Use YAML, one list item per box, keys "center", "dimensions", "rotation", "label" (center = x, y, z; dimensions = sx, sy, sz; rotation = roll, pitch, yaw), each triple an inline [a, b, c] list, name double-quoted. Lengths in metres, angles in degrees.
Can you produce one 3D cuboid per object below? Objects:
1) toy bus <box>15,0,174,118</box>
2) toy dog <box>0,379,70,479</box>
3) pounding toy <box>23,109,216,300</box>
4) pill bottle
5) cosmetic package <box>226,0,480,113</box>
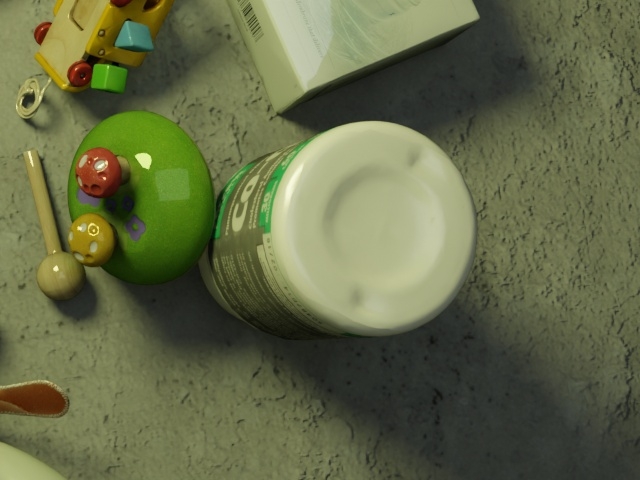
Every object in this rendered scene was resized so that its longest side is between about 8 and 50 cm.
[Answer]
- center: [-0.226, -0.231, 1.862]
  dimensions: [0.104, 0.202, 0.191]
  rotation: [11, 72, -43]
  label: "toy bus"
- center: [-0.317, 0.250, 1.763]
  dimensions: [0.333, 0.161, 0.220]
  rotation: [33, 77, -9]
  label: "toy dog"
- center: [-0.231, -0.032, 1.776]
  dimensions: [0.110, 0.236, 0.183]
  rotation: [-14, 90, -57]
  label: "pounding toy"
- center: [0.000, 0.000, 1.759]
  dimensions: [0.204, 0.361, 0.204]
  rotation: [2, 85, -19]
  label: "pill bottle"
- center: [0.020, -0.292, 1.918]
  dimensions: [0.224, 0.138, 0.224]
  rotation: [-25, 91, -17]
  label: "cosmetic package"
